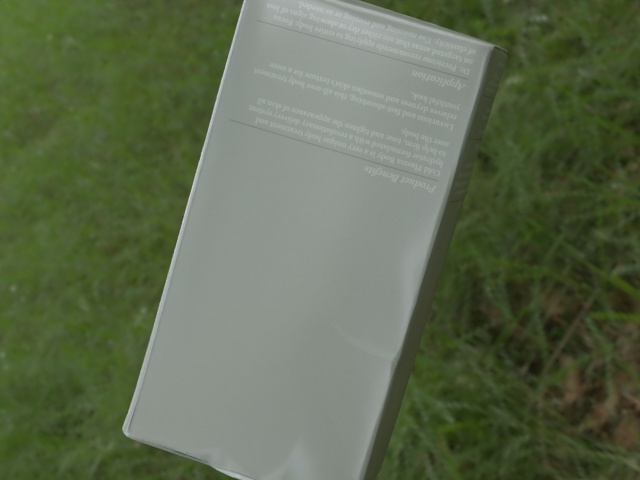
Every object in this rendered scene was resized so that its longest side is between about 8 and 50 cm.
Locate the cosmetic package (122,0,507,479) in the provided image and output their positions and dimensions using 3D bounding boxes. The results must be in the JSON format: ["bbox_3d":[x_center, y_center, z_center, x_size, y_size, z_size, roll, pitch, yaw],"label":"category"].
[{"bbox_3d":[0.000,0.000,0.733,0.107,0.127,0.238,-30,-42,-77],"label":"cosmetic package"}]
